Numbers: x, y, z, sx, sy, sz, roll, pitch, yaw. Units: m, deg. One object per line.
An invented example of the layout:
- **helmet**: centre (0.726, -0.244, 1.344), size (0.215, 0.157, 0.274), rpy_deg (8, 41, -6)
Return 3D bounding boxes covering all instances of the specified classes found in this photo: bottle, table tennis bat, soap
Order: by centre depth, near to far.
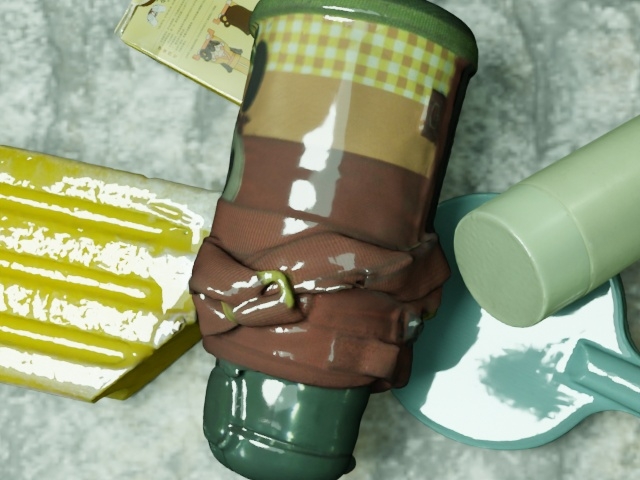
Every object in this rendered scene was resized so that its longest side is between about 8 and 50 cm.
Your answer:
- **bottle**: centre (0.000, 0.000, 0.604), size (0.156, 0.143, 0.271), rpy_deg (16, 84, -34)
- **bottle**: centre (0.171, -0.026, 0.609), size (0.201, 0.072, 0.072), rpy_deg (-29, 81, -26)
- **table tennis bat**: centre (0.141, 0.065, 0.642), size (0.244, 0.040, 0.153), rpy_deg (24, 95, 19)
- **soap**: centre (-0.179, 0.017, 0.673), size (0.231, 0.073, 0.140), rpy_deg (12, 86, 6)

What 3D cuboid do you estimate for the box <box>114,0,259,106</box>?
- **box**: centre (-0.054, -0.128, 0.706), size (0.149, 0.020, 0.073), rpy_deg (30, 88, 7)
